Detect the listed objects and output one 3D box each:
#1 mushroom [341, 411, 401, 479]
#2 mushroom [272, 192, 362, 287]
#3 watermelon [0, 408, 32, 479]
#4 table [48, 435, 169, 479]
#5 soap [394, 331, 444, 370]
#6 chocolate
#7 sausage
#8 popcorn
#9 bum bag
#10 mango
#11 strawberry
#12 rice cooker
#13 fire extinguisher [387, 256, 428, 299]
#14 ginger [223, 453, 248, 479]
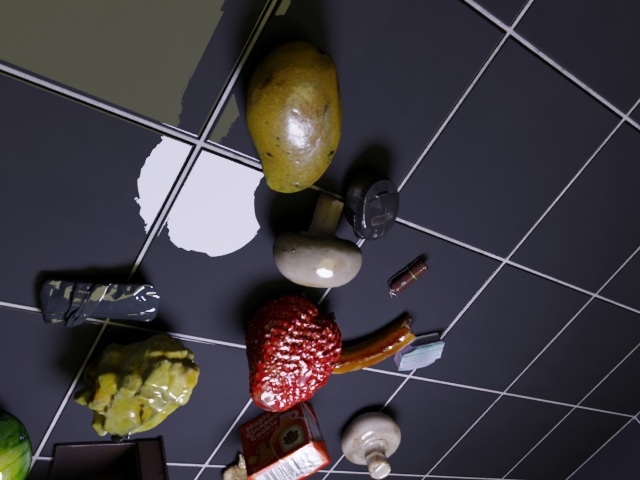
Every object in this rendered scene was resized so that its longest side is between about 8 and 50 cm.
[{"bbox_3d":[0.181,0.663,1.921,0.206,0.209,0.206,-13,111,-36],"label":"mushroom"},{"bbox_3d":[0.000,0.000,1.331,0.207,0.207,0.215,14,89,-32],"label":"mushroom"},{"bbox_3d":[-0.784,0.499,1.322,0.242,0.242,0.242,-12,130,-15],"label":"watermelon"},{"bbox_3d":[-0.566,0.688,1.561,0.282,0.250,0.196,8,123,-28],"label":"table"},{"bbox_3d":[0.300,0.345,1.808,0.149,0.056,0.100,-9,127,-18],"label":"soap"},{"bbox_3d":[-0.116,0.594,1.710,0.237,0.235,0.108,-30,119,2],"label":"chocolate"},{"bbox_3d":[0.143,0.314,1.701,0.302,0.076,0.103,-23,124,-8],"label":"sausage"},{"bbox_3d":[-0.428,0.341,1.378,0.286,0.215,0.252,-44,137,17],"label":"popcorn"},{"bbox_3d":[-0.482,0.131,1.287,0.248,0.060,0.123,1,124,-22],"label":"bum bag"},{"bbox_3d":[-0.046,-0.222,1.141,0.176,0.175,0.329,13,134,22],"label":"mango"},{"bbox_3d":[-0.068,0.281,1.473,0.261,0.257,0.261,-7,122,-11],"label":"strawberry"},{"bbox_3d":[0.116,-0.082,1.354,0.112,0.106,0.165,-17,135,-27],"label":"rice cooker"},{"bbox_3d":[0.234,0.105,1.602,0.132,0.039,0.056,-40,99,10],"label":"fire extinguisher"},{"bbox_3d":[-0.225,0.760,1.896,0.133,0.059,0.214,-39,130,14],"label":"ginger"}]
